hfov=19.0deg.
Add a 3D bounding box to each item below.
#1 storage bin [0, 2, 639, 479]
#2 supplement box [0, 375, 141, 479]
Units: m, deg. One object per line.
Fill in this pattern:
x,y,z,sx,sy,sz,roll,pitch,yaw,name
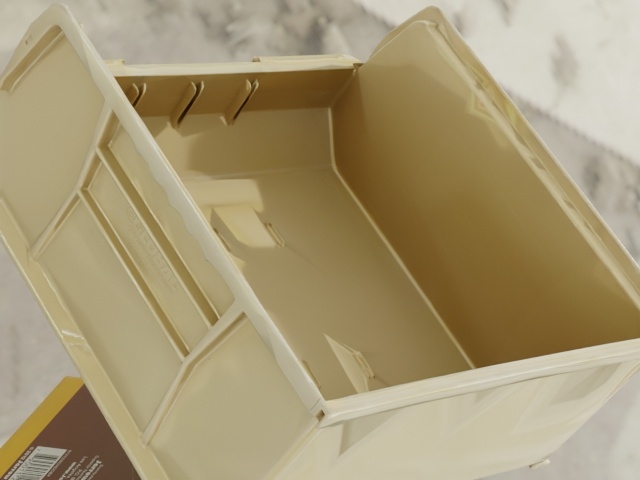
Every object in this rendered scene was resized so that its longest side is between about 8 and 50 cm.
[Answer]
0.000,0.000,0.947,0.262,0.123,0.260,-7,55,-45,storage bin
-0.092,0.184,1.013,0.191,0.194,0.129,-50,130,-41,supplement box
